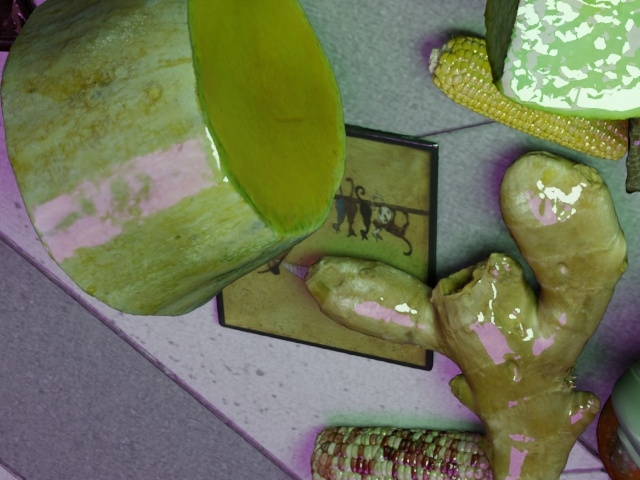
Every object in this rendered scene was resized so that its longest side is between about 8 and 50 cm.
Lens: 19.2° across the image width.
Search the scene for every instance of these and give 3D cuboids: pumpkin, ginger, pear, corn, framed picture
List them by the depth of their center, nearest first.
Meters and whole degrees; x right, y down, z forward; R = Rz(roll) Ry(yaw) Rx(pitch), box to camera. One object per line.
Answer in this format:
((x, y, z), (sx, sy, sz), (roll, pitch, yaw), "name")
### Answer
((0.300, -0.265, 1.455), (0.318, 0.238, 0.342), (11, 117, -2), "pear")
((-0.114, -0.105, 1.728), (0.199, 0.332, 0.332), (-17, 124, 35), "pumpkin")
((0.195, -0.132, 1.751), (0.206, 0.067, 0.067), (24, 138, -2), "corn")
((0.208, 0.094, 1.920), (0.363, 0.122, 0.348), (-32, 106, 31), "ginger")
((0.000, 0.000, 2.013), (0.255, 0.014, 0.338), (12, 137, 13), "framed picture")
((0.108, 0.257, 2.173), (0.253, 0.086, 0.086), (-1, 133, 23), "corn")

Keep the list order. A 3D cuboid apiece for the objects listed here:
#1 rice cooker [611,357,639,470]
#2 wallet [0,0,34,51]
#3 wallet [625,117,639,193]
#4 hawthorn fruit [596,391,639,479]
((0.447, 0.178, 1.692), (0.325, 0.335, 0.335), (-41, 112, 7), "rice cooker")
((-0.364, -0.284, 1.880), (0.122, 0.031, 0.232), (2, 133, 25), "wallet")
((0.375, -0.086, 1.561), (0.243, 0.039, 0.133), (5, 134, 15), "wallet")
((0.368, 0.207, 1.950), (0.173, 0.173, 0.173), (13, 137, 12), "hawthorn fruit")
